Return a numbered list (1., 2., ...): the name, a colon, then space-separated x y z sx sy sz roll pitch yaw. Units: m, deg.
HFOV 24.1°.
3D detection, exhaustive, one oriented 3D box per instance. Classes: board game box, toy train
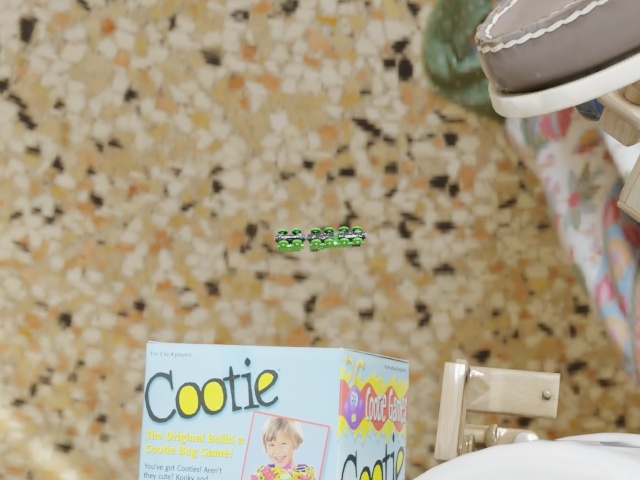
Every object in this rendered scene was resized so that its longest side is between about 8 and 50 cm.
1. board game box: -0.032 0.211 0.999 0.144 0.275 0.142 0 173 22
2. toy train: 0.000 0.000 1.351 0.083 0.017 0.023 -2 149 0

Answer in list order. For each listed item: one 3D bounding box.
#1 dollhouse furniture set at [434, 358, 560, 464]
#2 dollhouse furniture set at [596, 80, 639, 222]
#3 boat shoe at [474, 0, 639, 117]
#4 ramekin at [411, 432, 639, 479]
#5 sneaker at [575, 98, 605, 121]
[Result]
1. dollhouse furniture set: 0.212 0.207 1.777 0.123 0.144 0.151 4 163 13
2. dollhouse furniture set: 0.412 -0.101 1.155 0.303 0.355 0.173 42 133 28
3. boat shoe: 0.207 -0.181 0.748 0.324 0.116 0.096 -32 116 8
4. ramekin: 0.124 0.227 0.740 0.277 0.277 0.135 -25 156 22
5. sneaker: 0.332 -0.266 1.504 0.131 0.112 0.319 19 111 36
